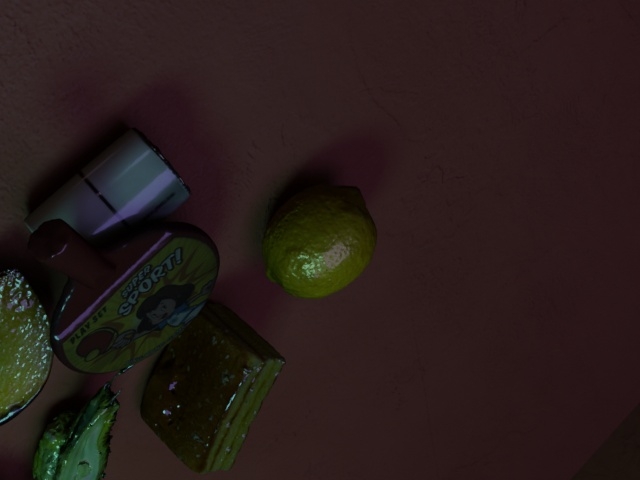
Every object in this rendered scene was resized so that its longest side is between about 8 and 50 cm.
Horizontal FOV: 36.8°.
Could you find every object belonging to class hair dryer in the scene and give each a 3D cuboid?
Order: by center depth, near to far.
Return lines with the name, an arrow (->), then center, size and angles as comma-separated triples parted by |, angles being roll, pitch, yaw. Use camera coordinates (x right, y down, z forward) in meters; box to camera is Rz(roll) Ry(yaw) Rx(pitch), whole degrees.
hair dryer -> -0.255, 0.013, 1.416 | 0.203, 0.128, 0.362 | -43, 146, -9

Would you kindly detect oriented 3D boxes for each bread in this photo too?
bread -> -0.186, 0.239, 1.579 | 0.110, 0.184, 0.234 | 8, 114, -51

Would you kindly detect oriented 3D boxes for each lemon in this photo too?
lemon -> -0.003, 0.001, 1.572 | 0.193, 0.180, 0.181 | -21, 132, -17

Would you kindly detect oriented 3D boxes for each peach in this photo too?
peach -> -0.470, 0.144, 1.349 | 0.189, 0.068, 0.279 | 9, 115, -36

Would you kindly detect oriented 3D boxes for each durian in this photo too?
durian -> -0.385, 0.336, 1.531 | 0.132, 0.106, 0.375 | 3, 118, -40

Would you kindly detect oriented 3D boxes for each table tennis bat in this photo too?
table tennis bat -> -0.270, 0.065, 1.309 | 0.268, 0.051, 0.415 | -44, 156, -4
